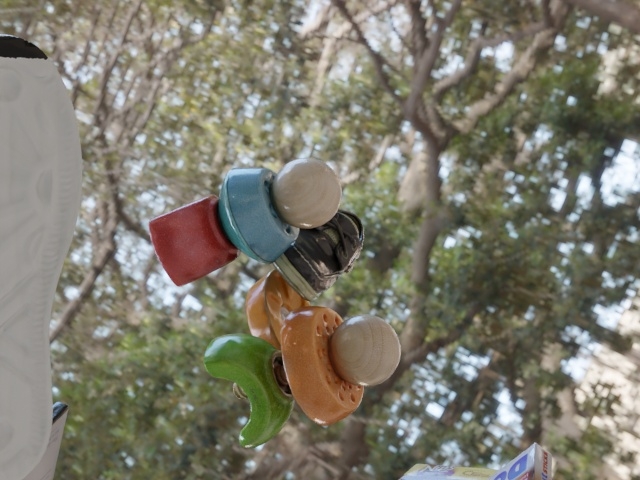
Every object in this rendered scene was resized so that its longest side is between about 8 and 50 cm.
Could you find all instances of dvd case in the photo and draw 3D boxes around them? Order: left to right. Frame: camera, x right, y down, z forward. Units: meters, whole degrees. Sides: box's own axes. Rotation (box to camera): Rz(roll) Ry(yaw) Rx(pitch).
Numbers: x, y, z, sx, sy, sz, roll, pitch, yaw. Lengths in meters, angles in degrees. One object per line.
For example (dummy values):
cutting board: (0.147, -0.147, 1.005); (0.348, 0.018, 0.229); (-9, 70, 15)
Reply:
dvd case: (-0.393, 0.355, 1.412); (0.180, 0.022, 0.253); (-55, -18, -70)

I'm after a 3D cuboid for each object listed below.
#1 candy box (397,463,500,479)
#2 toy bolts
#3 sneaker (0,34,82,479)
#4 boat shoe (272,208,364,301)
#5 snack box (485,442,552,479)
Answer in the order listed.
candy box: (0.149, 0.329, 1.123); (0.053, 0.109, 0.187); (-25, -73, -54)
toy bolts: (-0.017, 0.032, 0.967); (0.229, 0.158, 0.218); (65, -158, -10)
sneaker: (-0.285, 0.008, 0.804); (0.130, 0.236, 0.323); (-5, -76, -40)
boat shoe: (0.001, 0.001, 1.058); (0.073, 0.080, 0.223); (-38, 0, 9)
snack box: (0.115, 0.232, 0.866); (0.178, 0.022, 0.064); (-46, 12, 31)
